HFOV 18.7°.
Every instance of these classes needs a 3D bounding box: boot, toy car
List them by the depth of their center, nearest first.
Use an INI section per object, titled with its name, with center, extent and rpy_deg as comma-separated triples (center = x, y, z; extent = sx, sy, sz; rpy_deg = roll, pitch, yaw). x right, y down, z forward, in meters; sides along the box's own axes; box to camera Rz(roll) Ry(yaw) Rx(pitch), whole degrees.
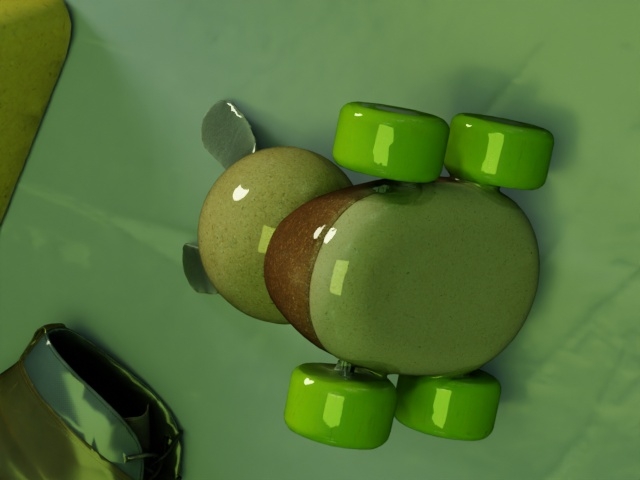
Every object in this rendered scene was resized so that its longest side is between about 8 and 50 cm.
[toy car]
center = 0.000, 0.000, 0.966
extent = 0.188, 0.149, 0.155
rpy_deg = 19, 102, 43
[boot]
center = -0.102, 0.143, 1.023
extent = 0.219, 0.082, 0.106
rpy_deg = 38, 110, 10

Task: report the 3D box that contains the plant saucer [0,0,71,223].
[plant saucer]
center = -0.343, -0.046, 1.071
extent = 0.332, 0.081, 0.333
rpy_deg = 27, 106, 12
